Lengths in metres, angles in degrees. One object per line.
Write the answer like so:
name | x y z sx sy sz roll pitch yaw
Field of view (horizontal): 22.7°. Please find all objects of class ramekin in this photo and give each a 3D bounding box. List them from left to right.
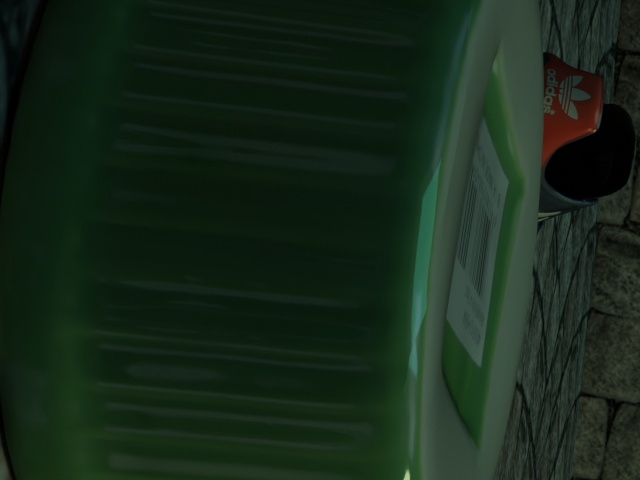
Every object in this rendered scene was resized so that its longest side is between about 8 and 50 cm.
ramekin | 0.000 0.000 0.664 0.303 0.148 0.303 6 90 -75

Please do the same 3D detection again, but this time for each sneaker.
sneaker | 0.194 -0.060 1.357 0.350 0.148 0.131 46 52 -71
